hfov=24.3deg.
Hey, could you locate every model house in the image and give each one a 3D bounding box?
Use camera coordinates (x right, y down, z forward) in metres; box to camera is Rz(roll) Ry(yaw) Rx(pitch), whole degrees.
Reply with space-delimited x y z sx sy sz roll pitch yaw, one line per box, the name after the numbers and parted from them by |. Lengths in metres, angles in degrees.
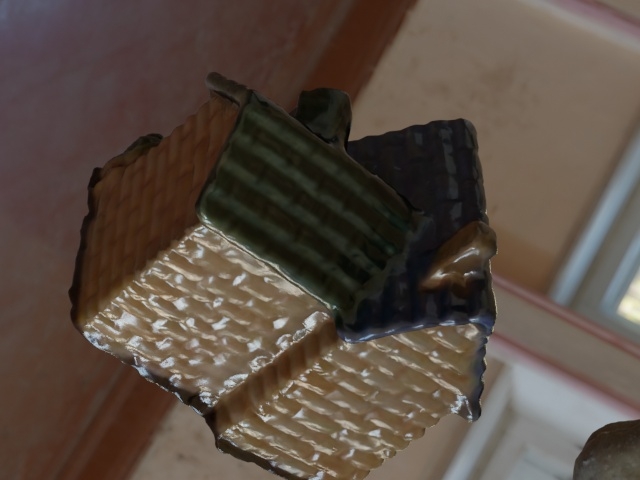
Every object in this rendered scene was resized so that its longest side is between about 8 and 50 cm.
0.000 0.000 0.730 0.172 0.183 0.166 -37 -145 36 | model house

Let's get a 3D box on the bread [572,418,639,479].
0.369 0.240 1.499 0.337 0.183 0.102 -40 172 16 | bread
